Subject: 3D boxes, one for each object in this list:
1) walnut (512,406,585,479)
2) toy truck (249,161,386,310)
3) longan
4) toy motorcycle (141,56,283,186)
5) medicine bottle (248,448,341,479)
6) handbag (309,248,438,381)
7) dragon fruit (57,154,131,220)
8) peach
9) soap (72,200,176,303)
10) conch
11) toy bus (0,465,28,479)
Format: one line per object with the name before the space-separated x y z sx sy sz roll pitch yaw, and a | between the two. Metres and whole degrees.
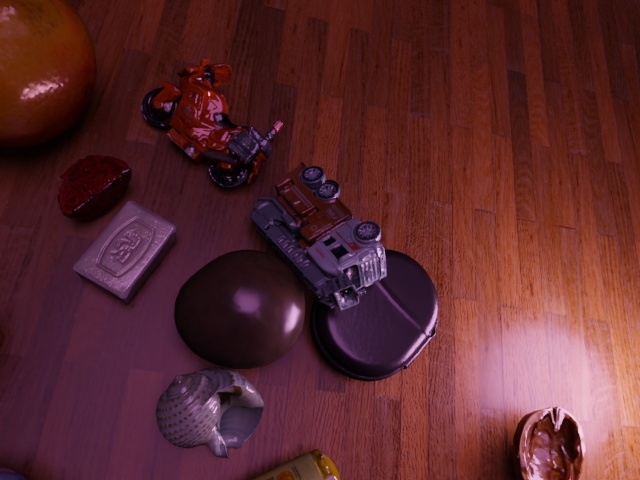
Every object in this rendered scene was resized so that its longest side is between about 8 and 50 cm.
walnut | 0.472 0.461 1.034 0.167 0.087 0.211 24 68 -12
toy truck | 0.000 0.000 1.003 0.185 0.132 0.338 -31 54 -13
longan | -0.155 0.129 0.932 0.249 0.248 0.248 5 69 -13
toy motorcycle | -0.239 -0.280 1.106 0.326 0.148 0.221 42 88 5
medicine bottle | -0.074 0.475 0.873 0.239 0.124 0.124 -19 76 -21
handbag | 0.125 0.159 1.053 0.254 0.093 0.308 45 66 6
dragon fruit | -0.478 -0.114 1.013 0.106 0.083 0.162 39 74 16
peach | -0.634 -0.353 0.930 0.373 0.290 0.372 -10 105 -43
soap | -0.393 0.023 0.988 0.122 0.063 0.183 30 65 0
conch | -0.210 0.309 0.893 0.172 0.199 0.131 -35 47 -23
toy bus | -0.549 0.466 0.717 0.294 0.197 0.231 -33 69 -16
